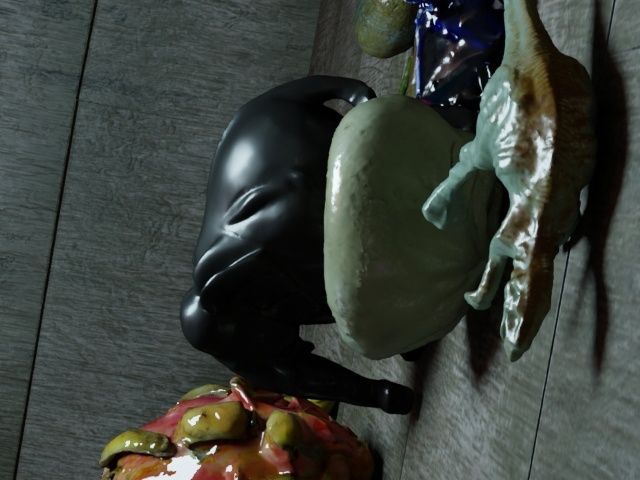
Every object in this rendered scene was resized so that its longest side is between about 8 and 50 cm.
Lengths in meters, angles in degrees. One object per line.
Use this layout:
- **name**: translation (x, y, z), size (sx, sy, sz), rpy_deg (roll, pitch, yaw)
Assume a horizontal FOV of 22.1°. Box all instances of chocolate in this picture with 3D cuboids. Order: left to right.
- **chocolate**: translation (0.123, -0.226, 1.493), size (0.148, 0.126, 0.343), rpy_deg (-35, 27, 15)

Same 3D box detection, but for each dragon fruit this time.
- **dragon fruit**: translation (-0.081, 0.270, 1.795), size (0.263, 0.296, 0.314), rpy_deg (-41, 61, 40)

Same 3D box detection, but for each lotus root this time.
- **lotus root**: translation (0.093, -0.292, 1.980), size (0.192, 0.088, 0.113), rpy_deg (116, 169, -69)

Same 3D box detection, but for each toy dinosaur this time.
- **toy dinosaur**: translation (0.142, -0.093, 1.166), size (0.205, 0.092, 0.393), rpy_deg (122, 158, -74)

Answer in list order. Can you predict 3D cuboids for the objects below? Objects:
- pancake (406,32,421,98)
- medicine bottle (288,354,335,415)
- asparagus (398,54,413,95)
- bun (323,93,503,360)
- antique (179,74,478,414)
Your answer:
- **pancake**: translation (0.122, -0.202, 1.834), size (0.212, 0.029, 0.235), rpy_deg (113, 168, -69)
- **medicine bottle**: translation (-0.025, 0.260, 2.301), size (0.260, 0.064, 0.095), rpy_deg (106, 171, -53)
- **asparagus**: translation (0.104, -0.194, 2.047), size (0.114, 0.014, 0.015), rpy_deg (110, 169, -59)
- **bun**: translation (0.085, -0.015, 1.379), size (0.231, 0.133, 0.231), rpy_deg (2, -90, -72)
- **antique**: translation (0.000, 0.000, 1.603), size (0.185, 0.255, 0.322), rpy_deg (-127, 44, -79)
